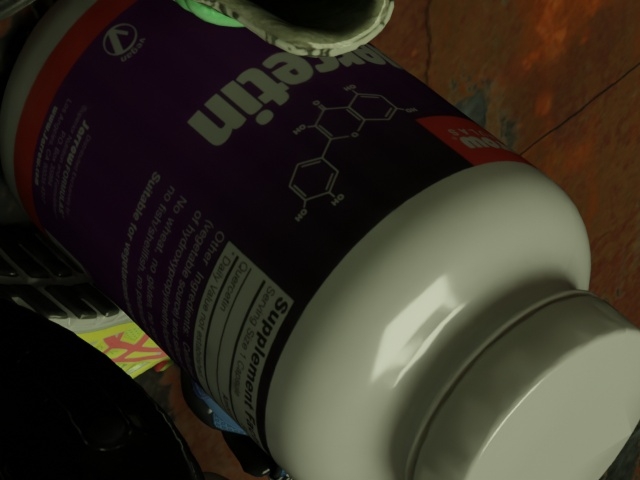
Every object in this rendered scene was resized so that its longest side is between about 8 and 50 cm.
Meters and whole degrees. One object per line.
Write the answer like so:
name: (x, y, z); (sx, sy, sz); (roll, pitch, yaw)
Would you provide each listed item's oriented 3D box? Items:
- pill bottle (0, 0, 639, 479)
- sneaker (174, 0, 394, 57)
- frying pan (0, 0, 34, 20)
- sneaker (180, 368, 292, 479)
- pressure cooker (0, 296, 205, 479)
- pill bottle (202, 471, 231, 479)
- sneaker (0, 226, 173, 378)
pill bottle: (0.000, 0.000, 0.842); (0.181, 0.323, 0.181); (-31, 143, -27)
sneaker: (-0.048, -0.125, 0.643); (0.158, 0.182, 0.410); (-39, 171, 8)
frying pan: (-0.181, -0.120, 0.756); (0.197, 0.053, 0.326); (0, 123, -50)
sneaker: (0.004, 0.073, 1.119); (0.147, 0.130, 0.330); (-29, 163, 15)
pressure cooker: (-0.231, 0.270, 0.782); (0.375, 0.370, 0.420); (-36, 144, -41)
pill bottle: (-0.158, 0.322, 1.091); (0.361, 0.204, 0.204); (-34, 144, -23)
sneaker: (-0.134, 0.049, 0.958); (0.208, 0.081, 0.094); (-2, 127, -49)
